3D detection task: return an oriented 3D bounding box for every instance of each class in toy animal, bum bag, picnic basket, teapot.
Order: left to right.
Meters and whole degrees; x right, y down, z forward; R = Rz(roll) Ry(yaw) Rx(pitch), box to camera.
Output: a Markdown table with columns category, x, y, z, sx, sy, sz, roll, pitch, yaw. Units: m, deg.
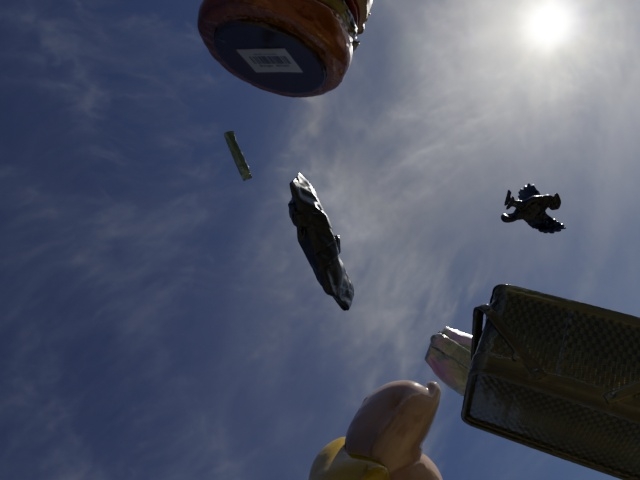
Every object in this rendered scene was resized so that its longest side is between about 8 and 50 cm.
| category | x | y | z | sx | sy | sz | roll | pitch | yaw |
| --- | --- | --- | --- | --- | --- | --- | --- | --- | --- |
| bum bag | 0.000 | 0.000 | 1.280 | 0.310 | 0.074 | 0.137 | 67 | -161 | 11 |
| toy animal | 0.131 | 0.463 | 1.203 | 0.247 | 0.277 | 0.345 | 42 | -131 | -3 |
| teapot | 0.378 | 0.340 | 1.743 | 0.163 | 0.178 | 0.221 | -61 | -14 | 17 |
| toy animal | 0.405 | -0.064 | 1.185 | 0.108 | 0.220 | 0.062 | 0 | -63 | -2 |
| picnic basket | 0.313 | 0.176 | 0.775 | 0.165 | 0.267 | 0.139 | 81 | -150 | -49 |

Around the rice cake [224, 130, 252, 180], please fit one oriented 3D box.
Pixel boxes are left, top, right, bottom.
| category | x | y | z | sx | sy | sz | roll | pitch | yaw |
| --- | --- | --- | --- | --- | --- | --- | --- | --- | --- |
| rice cake | -0.168 | -0.173 | 1.254 | 0.022 | 0.121 | 0.021 | -20 | -23 | -9 |

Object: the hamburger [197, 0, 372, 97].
| category | x | y | z | sx | sy | sz | roll | pitch | yaw |
| --- | --- | --- | --- | --- | --- | --- | --- | --- | --- |
| hamburger | -0.067 | -0.454 | 1.212 | 0.330 | 0.330 | 0.250 | 31 | -108 | -41 |
